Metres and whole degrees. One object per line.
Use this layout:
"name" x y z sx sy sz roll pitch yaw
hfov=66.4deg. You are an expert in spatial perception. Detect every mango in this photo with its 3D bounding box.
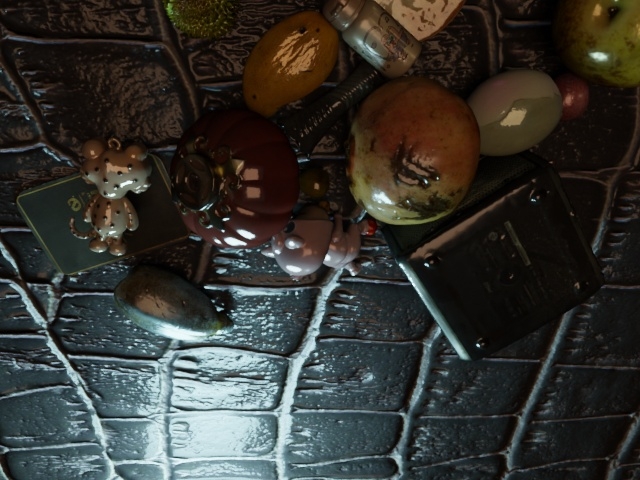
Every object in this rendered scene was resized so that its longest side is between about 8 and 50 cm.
"mango" -0.070 -0.372 1.045 0.157 0.109 0.262 38 108 -24

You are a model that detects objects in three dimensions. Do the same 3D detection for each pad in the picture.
"pad" -0.536 -0.076 1.166 0.375 0.063 0.315 -18 114 2

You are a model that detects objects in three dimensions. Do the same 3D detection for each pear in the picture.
"pear" 0.620 -0.446 0.990 0.280 0.281 0.281 -2 115 -4

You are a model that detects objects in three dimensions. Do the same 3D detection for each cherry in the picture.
"cherry" 0.567 -0.287 1.149 0.107 0.090 0.226 -7 113 -23

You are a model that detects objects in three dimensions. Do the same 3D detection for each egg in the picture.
"egg" 0.408 -0.277 1.089 0.217 0.183 0.183 -26 114 -1

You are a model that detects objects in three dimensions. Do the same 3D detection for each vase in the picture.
"vase" 0.027 -0.301 1.096 0.237 0.115 0.115 -39 112 8

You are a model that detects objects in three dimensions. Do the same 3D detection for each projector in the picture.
"projector" 0.421 0.036 1.203 0.405 0.242 0.395 -33 112 9

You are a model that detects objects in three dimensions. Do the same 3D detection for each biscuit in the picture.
"biscuit" 0.210 -0.542 1.027 0.204 0.040 0.309 31 111 -15

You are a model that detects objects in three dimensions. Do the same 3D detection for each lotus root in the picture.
"lotus root" -0.368 0.181 1.257 0.322 0.140 0.158 31 108 -20

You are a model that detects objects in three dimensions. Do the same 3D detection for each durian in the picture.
"durian" -0.227 -0.497 0.959 0.159 0.146 0.198 20 96 -14

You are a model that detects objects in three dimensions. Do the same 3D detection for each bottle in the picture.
"bottle" 0.101 -0.432 0.997 0.209 0.110 0.097 34 130 -22

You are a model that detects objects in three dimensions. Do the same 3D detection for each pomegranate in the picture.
"pomegranate" 0.189 -0.185 1.044 0.322 0.322 0.322 -2 115 -4

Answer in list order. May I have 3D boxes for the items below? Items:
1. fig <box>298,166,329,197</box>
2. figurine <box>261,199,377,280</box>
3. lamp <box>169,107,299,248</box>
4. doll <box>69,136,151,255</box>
"fig" -0.021 -0.141 1.178 0.088 0.074 0.074 14 115 18
"figurine" 0.000 0.000 1.220 0.287 0.186 0.176 4 155 -28
"lamp" -0.184 -0.132 1.059 0.303 0.257 0.303 6 101 32
"doll" -0.477 -0.101 1.111 0.154 0.119 0.278 19 111 -13
